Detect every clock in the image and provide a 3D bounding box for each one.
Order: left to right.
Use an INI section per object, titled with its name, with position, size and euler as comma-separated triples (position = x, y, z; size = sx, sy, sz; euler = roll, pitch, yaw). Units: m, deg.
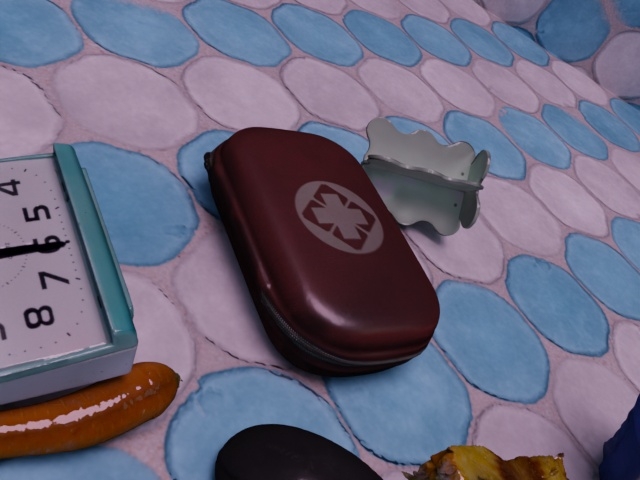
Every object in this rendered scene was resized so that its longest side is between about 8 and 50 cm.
[clock]
position = -0.319, 0.041, 0.665
size = 0.231, 0.116, 0.262
euler = -12, 52, -25

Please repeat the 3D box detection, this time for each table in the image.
[table]
position = 0.155, -0.105, 1.158
size = 0.199, 0.166, 0.166
euler = 14, 41, -11

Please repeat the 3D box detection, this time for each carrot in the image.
[carrot]
position = -0.246, 0.166, 0.639
size = 0.271, 0.062, 0.066
euler = -13, 88, -39

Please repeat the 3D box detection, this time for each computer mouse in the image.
[computer mouse]
position = 0.015, 0.278, 0.682
size = 0.270, 0.086, 0.138
euler = 43, 39, 10

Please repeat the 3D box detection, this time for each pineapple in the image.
[pineapple]
position = 0.176, 0.286, 0.761
size = 0.233, 0.135, 0.079
euler = 19, 30, -32

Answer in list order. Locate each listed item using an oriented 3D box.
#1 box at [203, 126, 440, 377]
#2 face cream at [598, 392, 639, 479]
[box]
position = 0.000, 0.000, 0.955
size = 0.263, 0.108, 0.403
euler = 0, 49, -36
[face cream]
position = 0.506, 0.286, 0.880
size = 0.249, 0.225, 0.249
euler = 6, 42, -5
